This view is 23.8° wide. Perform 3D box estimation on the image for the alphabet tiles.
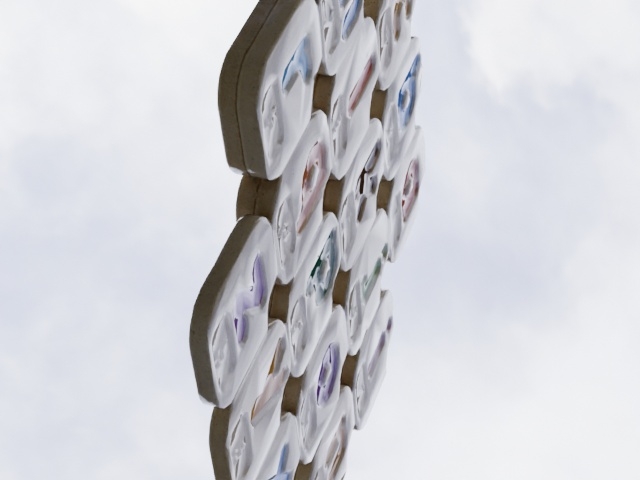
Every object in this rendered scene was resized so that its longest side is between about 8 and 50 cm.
[{"bbox_3d":[0.000,0.000,0.687,0.021,0.284,0.278,10,-135,17],"label":"alphabet tiles"}]
